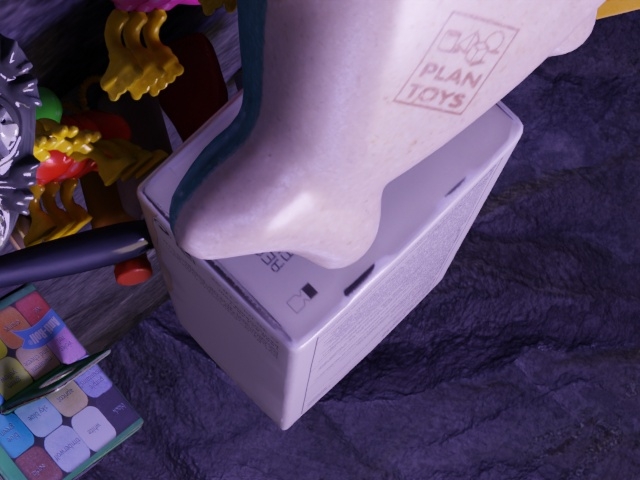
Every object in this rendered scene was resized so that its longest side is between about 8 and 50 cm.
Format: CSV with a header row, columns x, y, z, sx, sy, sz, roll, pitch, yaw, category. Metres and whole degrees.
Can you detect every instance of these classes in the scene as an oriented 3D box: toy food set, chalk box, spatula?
x,y,z,sx,sy,sz,roll,pitch,yaw,category
-0.049,-0.064,0.858,0.232,0.104,0.111,-20,159,6,toy food set
-0.308,0.175,1.277,0.289,0.179,0.180,-42,177,33,chalk box
-0.215,0.040,0.727,0.296,0.030,0.084,-22,173,-13,spatula

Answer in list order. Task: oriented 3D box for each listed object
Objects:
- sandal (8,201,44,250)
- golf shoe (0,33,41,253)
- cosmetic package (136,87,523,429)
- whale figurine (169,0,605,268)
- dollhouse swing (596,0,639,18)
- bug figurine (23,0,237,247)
x,y,z,sx,sy,sz,roll,pitch,yaw,category
-0.194,-0.011,0.845,0.049,0.072,0.180,-18,179,-10,sandal
-0.215,0.012,0.574,0.273,0.105,0.120,-56,-141,16,golf shoe
0.000,0.000,0.776,0.160,0.113,0.309,-43,172,-13,cosmetic package
0.022,-0.116,0.541,0.216,0.141,0.272,3,125,-43,whale figurine
0.264,-0.325,0.795,0.305,0.315,0.347,8,-134,34,dollhouse swing
-0.087,-0.094,0.685,0.279,0.072,0.216,-35,174,23,bug figurine
